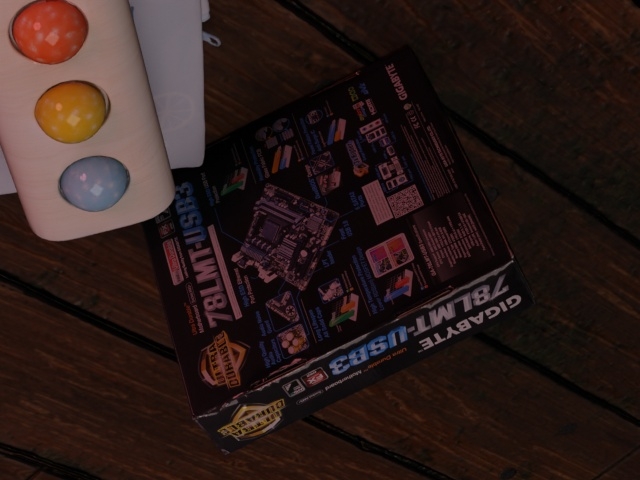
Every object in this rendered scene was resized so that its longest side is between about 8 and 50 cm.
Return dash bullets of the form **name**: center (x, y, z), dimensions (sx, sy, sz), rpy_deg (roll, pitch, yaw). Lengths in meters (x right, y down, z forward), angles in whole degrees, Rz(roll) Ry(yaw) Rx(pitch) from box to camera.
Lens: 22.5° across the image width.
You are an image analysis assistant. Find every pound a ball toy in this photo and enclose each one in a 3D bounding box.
- **pound a ball toy**: center (-0.164, -0.155, 1.233), dimensions (0.208, 0.135, 0.319), rpy_deg (-14, 138, -5)

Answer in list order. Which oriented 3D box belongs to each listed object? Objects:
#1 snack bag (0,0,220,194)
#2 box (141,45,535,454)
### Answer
- **snack bag**: center (-0.244, -0.163, 1.322), dimensions (0.323, 0.037, 0.342), rpy_deg (-10, 137, -11)
- **box**: center (0.000, 0.000, 1.395), dimensions (0.293, 0.295, 0.073), rpy_deg (-28, 135, 7)
